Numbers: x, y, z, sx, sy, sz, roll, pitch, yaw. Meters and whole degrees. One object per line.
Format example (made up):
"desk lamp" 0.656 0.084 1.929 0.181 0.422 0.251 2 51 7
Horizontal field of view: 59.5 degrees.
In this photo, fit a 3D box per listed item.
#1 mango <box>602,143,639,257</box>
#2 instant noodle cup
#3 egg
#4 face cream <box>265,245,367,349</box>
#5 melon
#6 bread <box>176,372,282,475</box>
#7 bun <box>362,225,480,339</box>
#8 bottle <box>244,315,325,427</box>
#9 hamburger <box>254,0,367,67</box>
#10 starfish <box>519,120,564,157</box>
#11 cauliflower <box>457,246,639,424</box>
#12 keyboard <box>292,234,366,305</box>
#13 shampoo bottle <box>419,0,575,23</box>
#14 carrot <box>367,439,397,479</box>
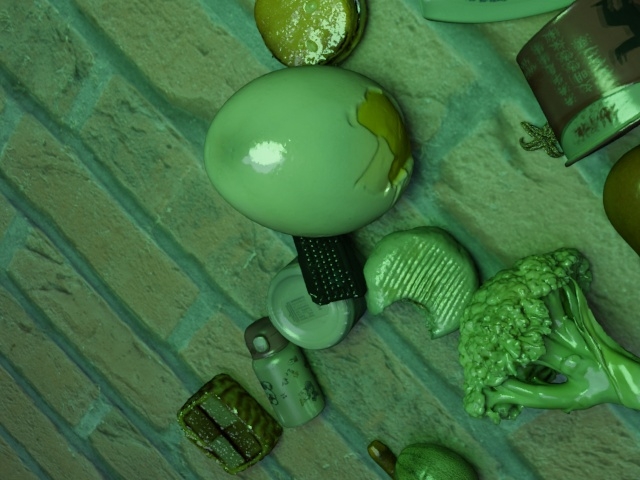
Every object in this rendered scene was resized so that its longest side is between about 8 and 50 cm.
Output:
"mango" 0.542 -0.038 0.827 0.254 0.139 0.175 45 130 -6
"instant noodle cup" 0.401 -0.238 0.778 0.234 0.234 0.179 -35 82 28
"egg" -0.022 -0.144 0.914 0.283 0.344 0.283 3 93 55
"face cream" 0.002 0.103 1.085 0.177 0.153 0.178 7 110 21
"melon" 0.240 0.488 1.121 0.192 0.139 0.139 27 115 16
"bread" -0.214 0.432 1.314 0.222 0.096 0.181 44 118 2
"bun" 0.176 0.075 1.018 0.203 0.126 0.213 -38 96 2
"bottle" -0.084 0.275 1.201 0.109 0.110 0.233 -21 98 27
"hamburger" -0.015 -0.389 0.949 0.181 0.118 0.191 -5 109 20
"starfish" 0.372 -0.170 0.912 0.091 0.028 0.078 -16 98 21
"cauliflower" 0.362 0.172 0.902 0.281 0.260 0.327 41 89 11
"keyboard" 0.000 0.000 1.015 0.106 0.263 0.016 -12 144 -10
"shampoo bottle" 0.327 -0.406 0.825 0.359 0.078 0.134 -4 109 23
"carrot" 0.165 0.506 1.212 0.042 0.042 0.171 -39 90 28
